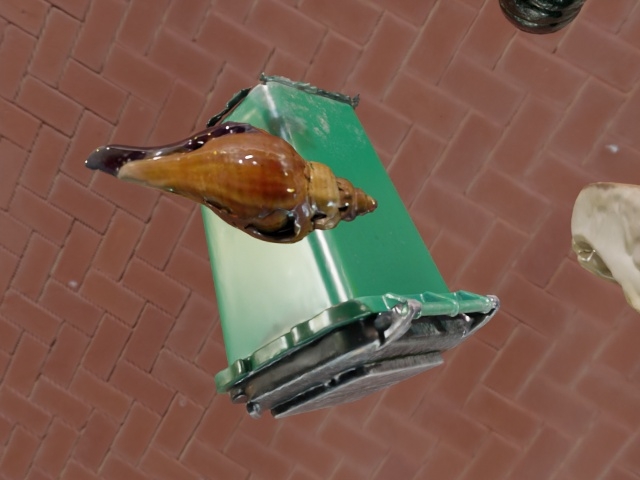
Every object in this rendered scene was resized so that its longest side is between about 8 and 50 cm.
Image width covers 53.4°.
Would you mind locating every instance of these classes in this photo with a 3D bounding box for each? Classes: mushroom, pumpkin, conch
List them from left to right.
[{"bbox_3d":[-0.070,-0.056,0.522,0.233,0.086,0.080,27,134,4],"label":"conch"},{"bbox_3d":[0.401,-0.465,1.094,0.162,0.220,0.220,41,105,12],"label":"pumpkin"},{"bbox_3d":[0.620,0.010,1.072,0.314,0.397,0.224,-1,111,-9],"label":"mushroom"}]

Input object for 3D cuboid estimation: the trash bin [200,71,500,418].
[{"bbox_3d":[0.000,0.000,0.798,0.295,0.259,0.380,-35,66,37],"label":"trash bin"}]
